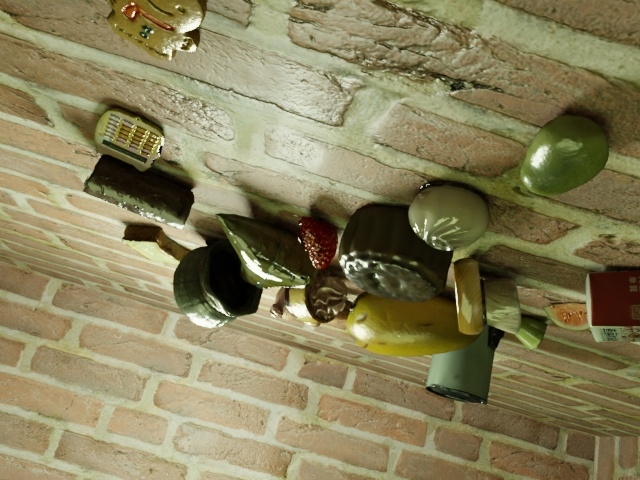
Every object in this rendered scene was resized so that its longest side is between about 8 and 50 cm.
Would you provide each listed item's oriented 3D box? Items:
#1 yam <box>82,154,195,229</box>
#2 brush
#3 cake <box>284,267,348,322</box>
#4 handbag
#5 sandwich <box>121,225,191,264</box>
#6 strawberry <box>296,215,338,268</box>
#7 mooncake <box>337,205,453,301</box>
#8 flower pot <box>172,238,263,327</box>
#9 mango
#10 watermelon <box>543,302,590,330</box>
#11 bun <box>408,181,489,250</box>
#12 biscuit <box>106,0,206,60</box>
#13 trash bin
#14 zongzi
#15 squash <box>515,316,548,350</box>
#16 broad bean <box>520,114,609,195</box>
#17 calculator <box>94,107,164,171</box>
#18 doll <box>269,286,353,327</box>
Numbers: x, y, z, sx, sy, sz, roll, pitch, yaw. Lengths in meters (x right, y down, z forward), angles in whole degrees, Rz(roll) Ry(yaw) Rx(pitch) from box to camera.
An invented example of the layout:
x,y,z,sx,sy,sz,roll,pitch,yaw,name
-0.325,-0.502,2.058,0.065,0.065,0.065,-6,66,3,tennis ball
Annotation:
x,y,z,sx,sy,sz,roll,pitch,yaw,name
-0.480,-0.132,1.477,0.279,0.131,0.131,23,158,-24,yam
0.446,0.140,1.482,0.166,0.174,0.267,-6,136,17,brush
0.004,0.179,1.825,0.207,0.185,0.178,41,146,-27,cake
0.796,0.155,1.297,0.298,0.151,0.171,-6,155,29,handbag
-0.602,0.020,2.014,0.186,0.065,0.215,4,156,28,sandwich
0.000,0.000,1.479,0.082,0.121,0.188,-11,153,12,strawberry
0.186,0.041,1.393,0.290,0.161,0.290,15,157,6,mooncake
-0.336,0.138,1.848,0.213,0.302,0.302,-19,142,36,flower pot
0.307,0.281,1.827,0.445,0.221,0.301,6,154,15,mango
0.742,0.227,1.594,0.163,0.069,0.087,-7,150,41,watermelon
0.275,-0.039,1.194,0.172,0.120,0.173,14,161,5,bun
-0.260,-0.364,0.876,0.166,0.036,0.225,30,154,-29,biscuit
0.512,0.434,1.992,0.217,0.263,0.277,31,154,-33,trash bin
-0.216,0.027,1.633,0.360,0.160,0.323,28,155,-29,zongzi
0.650,0.276,1.780,0.132,0.105,0.105,32,160,8,squash
0.405,-0.134,0.919,0.124,0.082,0.174,17,160,1,broad bean
-0.454,-0.243,1.312,0.157,0.033,0.236,25,154,-21,calculator
-0.024,0.216,2.014,0.303,0.201,0.156,5,120,11,doll
